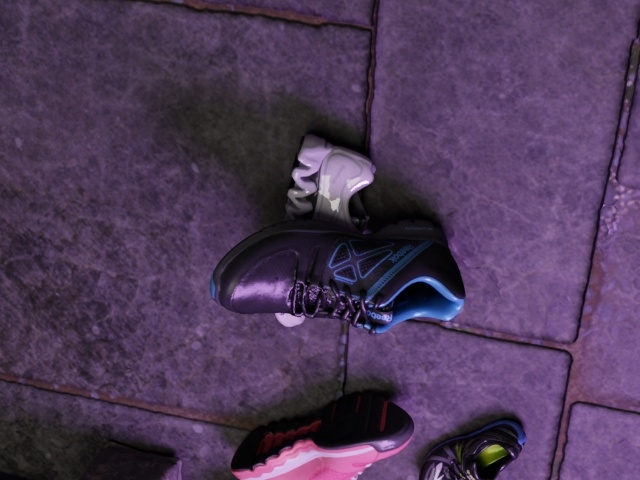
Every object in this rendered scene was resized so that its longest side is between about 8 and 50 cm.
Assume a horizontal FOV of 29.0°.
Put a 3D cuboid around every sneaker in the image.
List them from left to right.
[{"bbox_3d":[0.000,0.000,1.711,0.118,0.110,0.292,12,120,-2],"label":"sneaker"},{"bbox_3d":[0.021,0.328,1.876,0.314,0.116,0.136,-19,119,30],"label":"sneaker"},{"bbox_3d":[0.029,0.052,1.615,0.341,0.139,0.125,-7,134,-17],"label":"sneaker"},{"bbox_3d":[0.217,0.327,1.822,0.188,0.078,0.067,-33,103,27],"label":"sneaker"}]

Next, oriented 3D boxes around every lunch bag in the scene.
[{"bbox_3d":[-0.322,0.512,1.973,0.169,0.235,0.286,11,120,17],"label":"lunch bag"}]

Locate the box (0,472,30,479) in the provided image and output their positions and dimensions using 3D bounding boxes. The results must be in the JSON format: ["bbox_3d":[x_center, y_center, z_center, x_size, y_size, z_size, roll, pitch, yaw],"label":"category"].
[{"bbox_3d":[-0.535,0.485,2.104,0.156,0.093,0.158,12,117,10],"label":"box"}]
